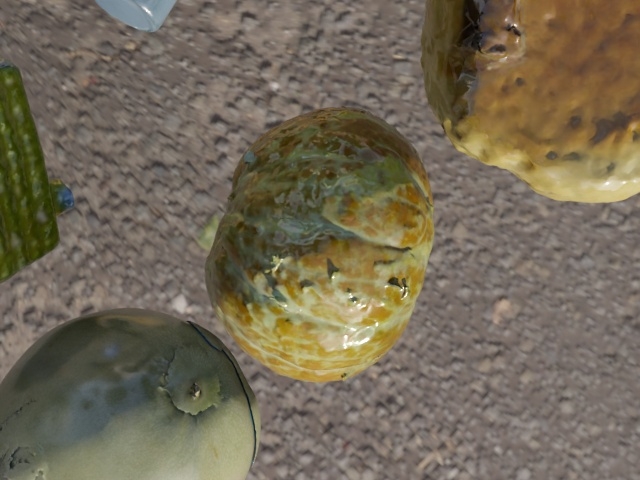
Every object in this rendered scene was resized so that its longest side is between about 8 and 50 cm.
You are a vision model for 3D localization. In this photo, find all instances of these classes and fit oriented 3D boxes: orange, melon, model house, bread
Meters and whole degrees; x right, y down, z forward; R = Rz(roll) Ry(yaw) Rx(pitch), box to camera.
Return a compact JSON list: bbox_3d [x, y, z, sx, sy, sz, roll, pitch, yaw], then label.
[{"bbox_3d":[0.000,0.000,1.454,0.249,0.329,0.329,16,97,-11],"label":"orange"},{"bbox_3d":[-0.213,0.207,1.295,0.268,0.330,0.268,23,53,-35],"label":"melon"},{"bbox_3d":[-0.437,-0.065,1.381,0.303,0.215,0.237,-21,116,-29],"label":"model house"},{"bbox_3d":[0.177,-0.148,0.826,0.244,0.134,0.244,2,104,9],"label":"bread"}]

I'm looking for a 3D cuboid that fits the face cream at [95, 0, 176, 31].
[{"bbox_3d":[-0.083,-0.360,1.104,0.135,0.086,0.385,24,74,12],"label":"face cream"}]
